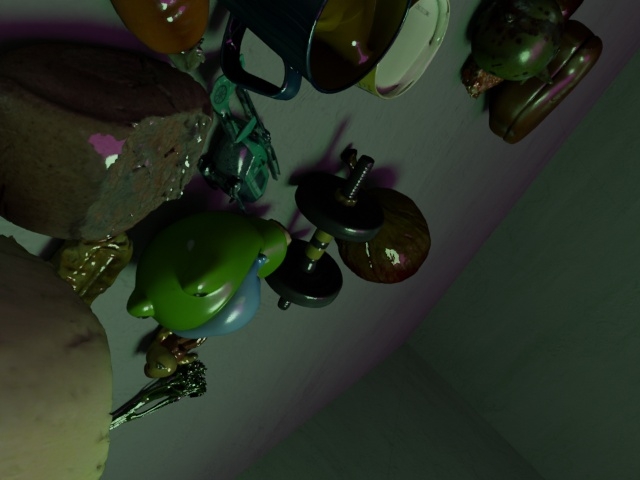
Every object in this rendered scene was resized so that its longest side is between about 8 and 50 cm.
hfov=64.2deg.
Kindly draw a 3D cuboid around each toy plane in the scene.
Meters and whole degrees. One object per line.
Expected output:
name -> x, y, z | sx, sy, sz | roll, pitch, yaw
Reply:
toy plane -> -0.090, -0.102, 0.580 | 0.096, 0.060, 0.235 | -50, 164, -13

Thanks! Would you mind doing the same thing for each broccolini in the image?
broccolini -> -0.289, 0.282, 0.901 | 0.201, 0.074, 0.058 | -28, 170, -34

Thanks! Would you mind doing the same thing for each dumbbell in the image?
dumbbell -> 0.000, 0.000, 0.815 | 0.143, 0.143, 0.326 | -20, 147, -49

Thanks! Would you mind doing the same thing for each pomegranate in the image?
pomegranate -> 0.331, -0.327, 0.828 | 0.169, 0.149, 0.149 | 0, 134, -33

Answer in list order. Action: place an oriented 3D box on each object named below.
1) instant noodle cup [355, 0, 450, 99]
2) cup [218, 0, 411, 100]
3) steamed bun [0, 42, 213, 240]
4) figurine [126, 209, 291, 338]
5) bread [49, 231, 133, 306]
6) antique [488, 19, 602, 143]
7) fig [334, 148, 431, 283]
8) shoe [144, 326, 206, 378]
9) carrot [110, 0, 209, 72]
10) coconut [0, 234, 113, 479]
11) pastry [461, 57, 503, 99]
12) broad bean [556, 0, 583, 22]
instant noodle cup -> 0.052, -0.226, 0.532 | 0.151, 0.122, 0.151 | -41, 160, -18
cup -> -0.026, -0.196, 0.414 | 0.150, 0.138, 0.113 | -45, 159, -4
steamed bun -> -0.172, -0.071, 0.413 | 0.175, 0.106, 0.145 | -23, 150, -50
figurine -> -0.125, 0.029, 0.647 | 0.162, 0.143, 0.263 | -16, -170, 22
bread -> -0.242, 0.026, 0.528 | 0.110, 0.060, 0.066 | -49, 130, 6
antique -> 0.454, -0.332, 1.063 | 0.223, 0.129, 0.278 | -41, 168, -24
fig -> 0.082, -0.047, 0.948 | 0.191, 0.190, 0.290 | -46, 119, 0
shoe -> -0.226, 0.163, 0.794 | 0.109, 0.072, 0.069 | -22, -172, -38
carrot -> -0.127, -0.225, 0.284 | 0.069, 0.069, 0.336 | -40, 154, -14
coconut -> -0.298, 0.111, 0.242 | 0.297, 0.297, 0.309 | -48, 160, 7
pastry -> 0.321, -0.329, 0.950 | 0.169, 0.063, 0.087 | -33, 147, -19
broad bean -> 0.432, -0.438, 0.918 | 0.165, 0.084, 0.114 | -40, -175, -27
